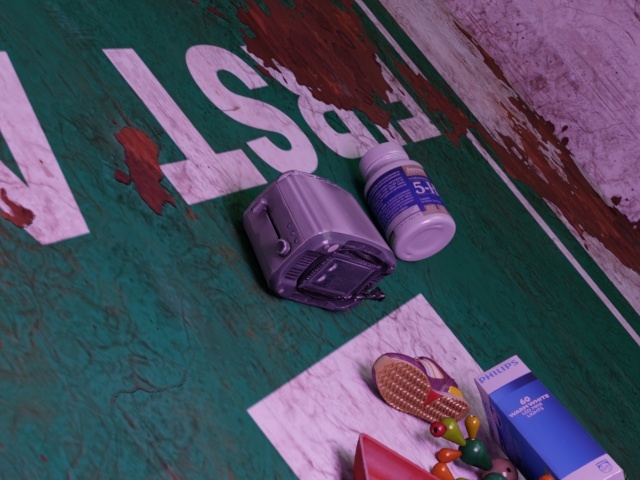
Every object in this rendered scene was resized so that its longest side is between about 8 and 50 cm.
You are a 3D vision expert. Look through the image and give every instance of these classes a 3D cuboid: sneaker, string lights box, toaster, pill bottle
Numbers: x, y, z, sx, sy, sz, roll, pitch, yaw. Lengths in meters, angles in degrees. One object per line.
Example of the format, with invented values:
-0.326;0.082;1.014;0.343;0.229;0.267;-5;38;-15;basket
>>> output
0.125;0.189;1.620;0.185;0.069;0.084;38;16;-39;sneaker
0.314;0.289;1.624;0.260;0.076;0.133;52;-14;51;string lights box
0.000;0.000;1.603;0.227;0.129;0.146;17;36;-49;toaster
0.137;-0.069;1.975;0.112;0.112;0.187;19;37;-49;pill bottle

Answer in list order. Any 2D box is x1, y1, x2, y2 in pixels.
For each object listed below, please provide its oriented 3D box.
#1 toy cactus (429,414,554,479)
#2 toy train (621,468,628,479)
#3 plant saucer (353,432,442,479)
0.239;0.313;1.589;0.219;0.112;0.180;39;9;12;toy cactus
0.509;0.418;1.986;0.017;0.023;0.083;47;19;-37;toy train
0.134;0.377;1.355;0.258;0.047;0.259;35;26;-29;plant saucer
